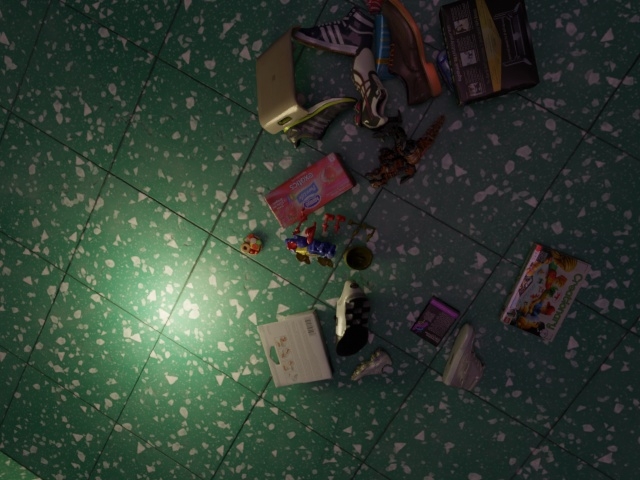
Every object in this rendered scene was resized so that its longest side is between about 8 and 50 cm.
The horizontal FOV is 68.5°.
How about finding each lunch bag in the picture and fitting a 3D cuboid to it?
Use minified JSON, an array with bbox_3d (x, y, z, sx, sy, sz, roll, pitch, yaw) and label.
[{"bbox_3d":[0.506,-0.599,1.564,0.218,0.090,0.176,-27,91,13],"label":"lunch bag"}]

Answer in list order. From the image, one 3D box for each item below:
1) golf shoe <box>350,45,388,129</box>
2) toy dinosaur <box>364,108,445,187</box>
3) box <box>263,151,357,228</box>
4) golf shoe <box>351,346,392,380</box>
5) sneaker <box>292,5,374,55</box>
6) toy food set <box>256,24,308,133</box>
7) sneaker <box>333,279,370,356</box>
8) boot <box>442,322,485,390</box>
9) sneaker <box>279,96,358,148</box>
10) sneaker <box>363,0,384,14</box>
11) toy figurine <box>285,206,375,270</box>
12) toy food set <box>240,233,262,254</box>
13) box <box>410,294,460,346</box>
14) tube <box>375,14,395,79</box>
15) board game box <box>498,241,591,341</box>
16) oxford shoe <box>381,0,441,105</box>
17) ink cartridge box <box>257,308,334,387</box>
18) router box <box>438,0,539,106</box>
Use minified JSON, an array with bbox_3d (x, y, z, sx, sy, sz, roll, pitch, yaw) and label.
[{"bbox_3d":[0.176,-0.515,1.582,0.120,0.105,0.273,7,107,46],"label":"golf shoe"},{"bbox_3d":[0.284,-0.327,1.646,0.322,0.164,0.218,-42,105,-4],"label":"toy dinosaur"},{"bbox_3d":[-0.033,-0.182,1.704,0.299,0.154,0.142,-30,93,13],"label":"box"},{"bbox_3d":[0.198,0.499,1.817,0.176,0.069,0.086,-43,95,15],"label":"golf shoe"},{"bbox_3d":[0.049,-0.733,1.621,0.281,0.099,0.153,14,107,1],"label":"sneaker"},{"bbox_3d":[-0.125,-0.550,1.623,0.219,0.092,0.307,-13,78,51],"label":"toy food set"},{"bbox_3d":[0.115,0.293,1.784,0.122,0.146,0.331,0,124,-14],"label":"sneaker"},{"bbox_3d":[0.549,0.433,1.733,0.123,0.095,0.259,16,110,2],"label":"boot"},{"bbox_3d":[0.003,-0.429,1.689,0.299,0.111,0.122,-18,102,21],"label":"sneaker"},{"bbox_3d":[0.158,-0.823,1.616,0.118,0.042,0.067,22,99,5],"label":"sneaker"},{"bbox_3d":[0.000,0.000,1.743,0.362,0.217,0.192,10,86,-34],"label":"toy figurine"},{"bbox_3d":[-0.269,0.017,1.848,0.083,0.020,0.083,21,102,7],"label":"toy food set"},{"bbox_3d":[0.428,0.303,1.758,0.116,0.029,0.162,32,102,5],"label":"box"},{"bbox_3d":[0.219,-0.665,1.627,0.080,0.052,0.207,-7,100,-14],"label":"tube"},{"bbox_3d":[0.784,0.182,1.656,0.192,0.053,0.306,22,103,6],"label":"board game box"},{"bbox_3d":[0.274,-0.629,1.566,0.132,0.130,0.364,-26,99,9],"label":"oxford shoe"},{"bbox_3d":[-0.096,0.431,1.864,0.238,0.060,0.276,-14,97,14],"label":"ink cartridge box"},{"bbox_3d":[0.524,-0.605,1.472,0.242,0.081,0.309,-12,94,10],"label":"router box"}]
